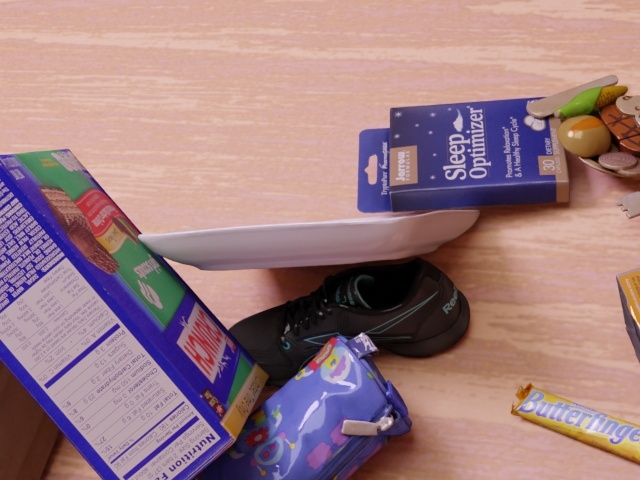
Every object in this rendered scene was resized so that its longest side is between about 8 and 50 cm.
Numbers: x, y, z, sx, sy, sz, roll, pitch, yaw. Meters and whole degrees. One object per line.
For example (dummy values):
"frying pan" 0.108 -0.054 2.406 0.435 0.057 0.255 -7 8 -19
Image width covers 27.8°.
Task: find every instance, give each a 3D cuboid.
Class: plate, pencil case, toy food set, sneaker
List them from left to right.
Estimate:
"pencil case" -0.044 0.224 1.212 0.306 0.119 0.133 -42 24 -9
"plate" 0.000 0.000 1.313 0.277 0.278 0.045 -5 91 21
"sneaker" 0.013 0.073 1.318 0.267 0.106 0.101 -15 51 15
"toy food set" 0.314 -0.114 1.344 0.132 0.038 0.192 -22 50 -16

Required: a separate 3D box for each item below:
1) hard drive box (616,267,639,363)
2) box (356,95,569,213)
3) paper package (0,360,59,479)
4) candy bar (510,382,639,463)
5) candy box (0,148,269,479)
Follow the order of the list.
"hard drive box" 0.402 0.085 1.136 0.232 0.089 0.181 -19 49 5
"box" 0.150 -0.093 1.396 0.225 0.036 0.136 -5 47 8
"paper package" -0.447 0.147 1.405 0.324 0.168 0.309 6 64 25
"candy bar" 0.249 0.171 1.192 0.161 0.018 0.040 19 63 33
"candy box" -0.201 0.071 1.190 0.122 0.268 0.317 -39 93 6
